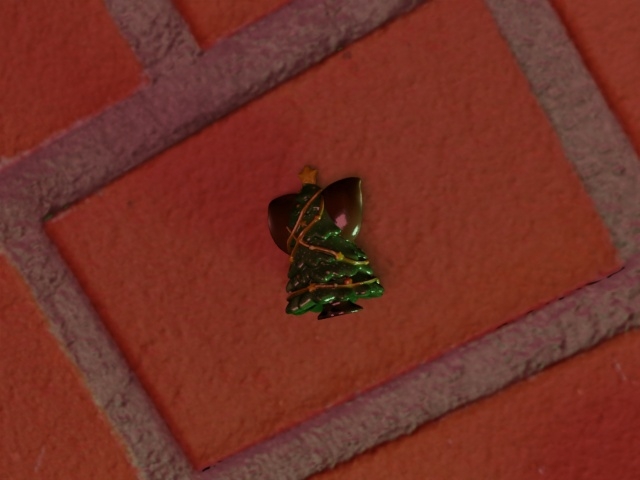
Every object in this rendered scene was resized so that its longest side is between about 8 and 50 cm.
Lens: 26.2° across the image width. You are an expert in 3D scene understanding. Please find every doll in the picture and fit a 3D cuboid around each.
[{"bbox_3d":[-0.003,0.005,1.005,0.078,0.076,0.113,-14,101,24],"label":"doll"}]
